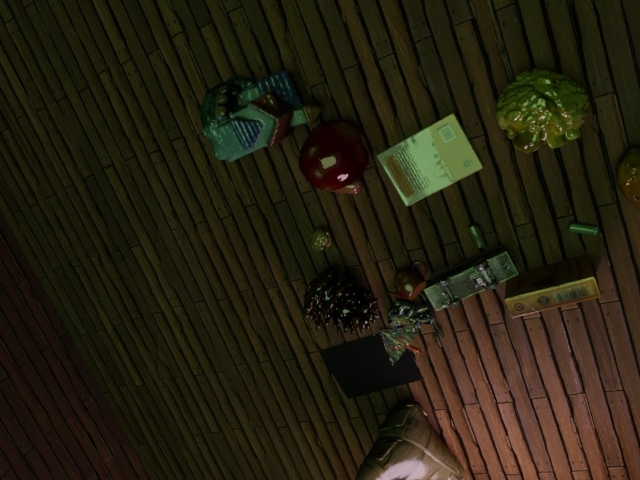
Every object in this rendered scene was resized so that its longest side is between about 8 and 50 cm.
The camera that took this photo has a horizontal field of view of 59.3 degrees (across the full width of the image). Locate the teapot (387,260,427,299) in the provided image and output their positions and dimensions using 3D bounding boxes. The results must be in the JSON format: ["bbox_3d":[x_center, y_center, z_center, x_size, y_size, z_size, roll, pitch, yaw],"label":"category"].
[{"bbox_3d":[0.311,0.143,2.011,0.116,0.116,0.173,40,94,1],"label":"teapot"}]

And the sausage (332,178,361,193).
[{"bbox_3d":[0.069,-0.199,1.973,0.154,0.062,0.062,10,115,18],"label":"sausage"}]

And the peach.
[{"bbox_3d":[0.036,-0.285,1.866,0.243,0.199,0.244,-3,80,16],"label":"peach"}]

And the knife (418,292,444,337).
[{"bbox_3d":[0.403,0.261,2.066,0.045,0.021,0.222,-28,98,44],"label":"knife"}]

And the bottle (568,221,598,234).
[{"bbox_3d":[0.825,-0.037,1.768,0.083,0.030,0.030,10,115,16],"label":"bottle"}]

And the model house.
[{"bbox_3d":[-0.178,-0.427,1.835,0.329,0.295,0.252,-8,113,27],"label":"model house"}]

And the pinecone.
[{"bbox_3d":[0.079,0.236,2.064,0.292,0.246,0.246,21,119,-1],"label":"pinecone"}]

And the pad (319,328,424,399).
[{"bbox_3d":[0.201,0.499,2.259,0.367,0.007,0.248,-24,102,27],"label":"pad"}]

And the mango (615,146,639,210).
[{"bbox_3d":[0.961,-0.163,1.608,0.156,0.151,0.249,-42,87,-1],"label":"mango"}]

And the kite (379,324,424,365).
[{"bbox_3d":[0.310,0.390,2.160,0.189,0.009,0.232,30,119,7],"label":"kite"}]

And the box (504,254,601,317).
[{"bbox_3d":[0.736,0.145,1.799,0.274,0.174,0.076,-20,103,26],"label":"box"}]

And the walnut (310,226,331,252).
[{"bbox_3d":[0.000,0.000,2.076,0.082,0.079,0.096,26,119,11],"label":"walnut"}]

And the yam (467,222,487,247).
[{"bbox_3d":[0.525,-0.011,1.889,0.043,0.043,0.094,-16,104,26],"label":"yam"}]

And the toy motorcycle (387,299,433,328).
[{"bbox_3d":[0.318,0.269,2.078,0.193,0.061,0.124,-15,112,36],"label":"toy motorcycle"}]

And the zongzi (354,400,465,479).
[{"bbox_3d":[0.351,0.944,2.138,0.500,0.467,0.218,52,141,-8],"label":"zongzi"}]

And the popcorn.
[{"bbox_3d":[0.639,-0.360,1.608,0.237,0.206,0.251,-37,114,14],"label":"popcorn"}]

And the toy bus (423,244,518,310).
[{"bbox_3d":[0.506,0.123,1.906,0.301,0.139,0.113,-27,101,21],"label":"toy bus"}]

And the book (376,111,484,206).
[{"bbox_3d":[0.358,-0.261,1.857,0.295,0.020,0.208,-26,101,29],"label":"book"}]
